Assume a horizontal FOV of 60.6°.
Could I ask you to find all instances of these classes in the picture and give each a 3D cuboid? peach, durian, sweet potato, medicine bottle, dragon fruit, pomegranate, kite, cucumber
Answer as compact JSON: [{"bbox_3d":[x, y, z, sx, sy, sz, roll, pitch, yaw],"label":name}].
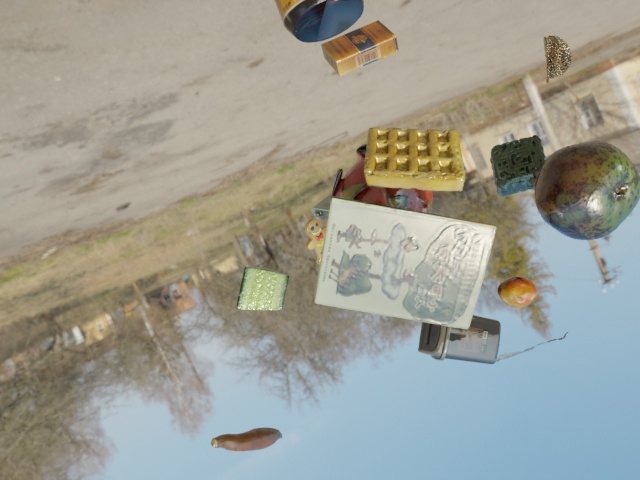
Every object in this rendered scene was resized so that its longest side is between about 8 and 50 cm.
[{"bbox_3d":[0.576,0.149,1.609,0.100,0.101,0.101,-24,-178,1],"label":"peach"},{"bbox_3d":[0.669,-0.512,1.545,0.071,0.140,0.110,2,174,40],"label":"durian"},{"bbox_3d":[-0.173,0.501,1.378,0.057,0.057,0.264,-23,156,24],"label":"sweet potato"},{"bbox_3d":[-0.049,-0.771,1.497,0.242,0.395,0.242,-23,177,-1],"label":"medicine bottle"},{"bbox_3d":[0.185,-0.158,1.565,0.305,0.226,0.305,6,-146,-4],"label":"dragon fruit"},{"bbox_3d":[0.727,-0.153,1.581,0.285,0.285,0.340,-25,-164,-11],"label":"pomegranate"},{"bbox_3d":[0.672,0.345,1.754,0.245,0.015,0.141,-21,160,4],"label":"kite"},{"bbox_3d":[-0.146,0.127,1.386,0.116,0.115,0.062,11,176,-9],"label":"cucumber"}]

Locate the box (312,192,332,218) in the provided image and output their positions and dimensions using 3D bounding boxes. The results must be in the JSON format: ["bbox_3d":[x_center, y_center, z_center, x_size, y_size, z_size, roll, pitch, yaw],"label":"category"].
[{"bbox_3d":[0.126,-0.132,2.132,0.270,0.045,0.211,9,-145,32],"label":"box"}]

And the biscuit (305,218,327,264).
[{"bbox_3d":[0.001,0.000,2.608,0.035,0.240,0.158,14,-128,49],"label":"biscuit"}]

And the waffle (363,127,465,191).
[{"bbox_3d":[0.239,-0.211,1.406,0.248,0.055,0.221,4,-137,6],"label":"waffle"}]

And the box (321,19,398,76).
[{"bbox_3d":[0.140,-0.693,1.966,0.237,0.152,0.070,-24,137,-6],"label":"box"}]

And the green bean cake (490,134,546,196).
[{"bbox_3d":[0.675,-0.256,1.865,0.181,0.173,0.094,-12,156,22],"label":"green bean cake"}]

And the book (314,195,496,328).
[{"bbox_3d":[0.185,0.055,1.249,0.371,0.260,0.043,9,-161,0],"label":"book"}]

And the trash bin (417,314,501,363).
[{"bbox_3d":[0.528,0.365,2.109,0.290,0.209,0.182,11,173,-5],"label":"trash bin"}]
